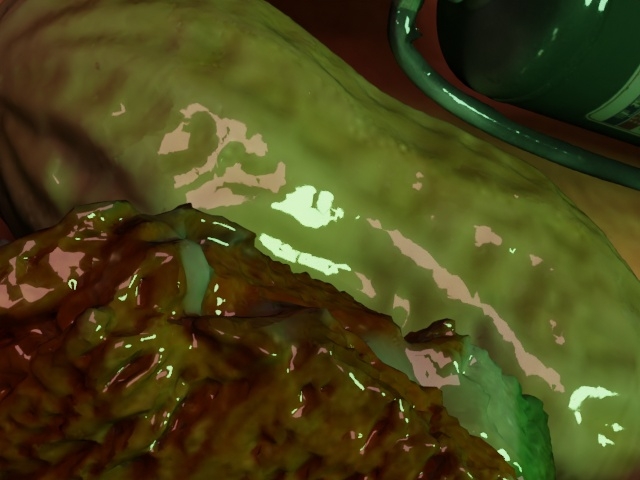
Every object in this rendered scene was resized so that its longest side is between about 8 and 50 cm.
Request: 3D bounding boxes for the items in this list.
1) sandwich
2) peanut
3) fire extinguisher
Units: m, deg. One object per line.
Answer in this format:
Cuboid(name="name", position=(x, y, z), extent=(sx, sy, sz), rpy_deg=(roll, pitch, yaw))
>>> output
Cuboid(name="sandwich", position=(-0.025, 0.048, 0.370), extent=(0.185, 0.160, 0.109), rpy_deg=(-6, 34, 20))
Cuboid(name="peanut", position=(0.000, 0.000, 0.482), extent=(0.313, 0.149, 0.149), rpy_deg=(32, 61, -1))
Cuboid(name="fire extinguisher", position=(0.127, -0.085, 0.517), extent=(0.294, 0.118, 0.093), rpy_deg=(13, 17, -32))
